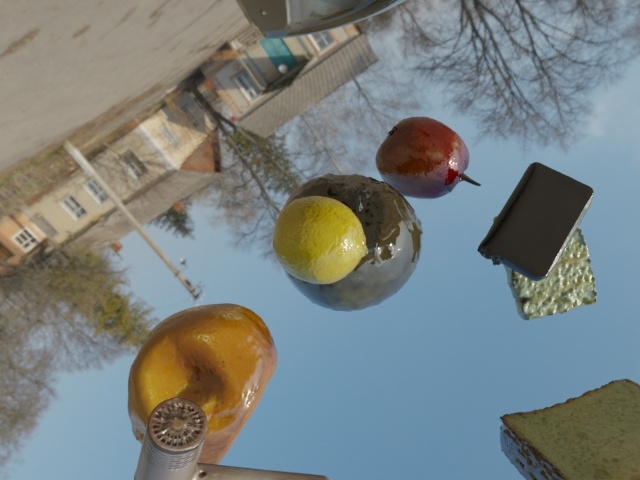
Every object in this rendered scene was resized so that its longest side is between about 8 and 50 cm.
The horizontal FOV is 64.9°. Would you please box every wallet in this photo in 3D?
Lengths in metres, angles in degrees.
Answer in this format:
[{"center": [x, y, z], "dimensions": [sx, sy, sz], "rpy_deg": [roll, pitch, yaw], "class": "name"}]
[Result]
[{"center": [0.443, -0.036, 1.034], "dimensions": [0.250, 0.149, 0.044], "rpy_deg": [-56, 161, -13], "class": "wallet"}]

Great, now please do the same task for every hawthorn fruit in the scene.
[{"center": [0.376, -0.262, 1.718], "dimensions": [0.369, 0.284, 0.284], "rpy_deg": [25, -127, 19], "class": "hawthorn fruit"}]

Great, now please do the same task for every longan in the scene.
[{"center": [0.073, -0.002, 1.336], "dimensions": [0.391, 0.391, 0.391], "rpy_deg": [-31, -159, 13], "class": "longan"}]

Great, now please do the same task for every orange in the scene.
[{"center": [-0.180, 0.202, 0.742], "dimensions": [0.249, 0.183, 0.249], "rpy_deg": [-58, -179, 2], "class": "orange"}]

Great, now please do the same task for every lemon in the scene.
[{"center": [0.000, 0.000, 1.011], "dimensions": [0.203, 0.178, 0.178], "rpy_deg": [14, -137, 19], "class": "lemon"}]

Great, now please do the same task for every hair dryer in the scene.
[{"center": [-0.070, 0.249, 0.490], "dimensions": [0.053, 0.221, 0.195], "rpy_deg": [-90, -161, -54], "class": "hair dryer"}]

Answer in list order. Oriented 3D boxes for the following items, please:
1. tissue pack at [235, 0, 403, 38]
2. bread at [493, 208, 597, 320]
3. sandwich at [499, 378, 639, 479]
[{"center": [0.045, -0.498, 0.804], "dimensions": [0.387, 0.267, 0.277], "rpy_deg": [-7, -153, 35], "class": "tissue pack"}, {"center": [0.675, 0.028, 1.585], "dimensions": [0.239, 0.395, 0.264], "rpy_deg": [-18, -175, 10], "class": "bread"}, {"center": [0.365, 0.262, 0.635], "dimensions": [0.215, 0.065, 0.186], "rpy_deg": [-14, -163, -13], "class": "sandwich"}]
